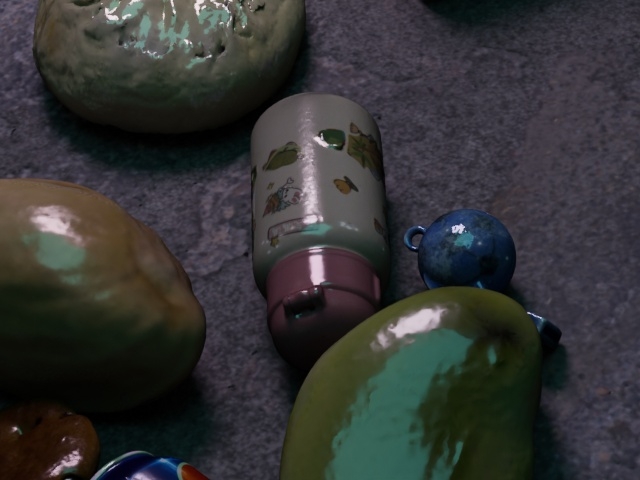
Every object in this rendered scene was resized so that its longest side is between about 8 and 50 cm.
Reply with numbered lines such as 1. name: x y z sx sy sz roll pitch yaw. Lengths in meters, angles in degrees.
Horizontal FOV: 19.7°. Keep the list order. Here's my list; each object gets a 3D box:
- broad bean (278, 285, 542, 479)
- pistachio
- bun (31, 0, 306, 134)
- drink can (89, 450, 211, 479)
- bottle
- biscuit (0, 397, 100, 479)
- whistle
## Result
1. broad bean: 0.071 0.146 1.380 0.189 0.121 0.263 24 56 9
2. pistachio: -0.225 0.040 1.509 0.293 0.181 0.162 15 14 18
3. bun: -0.150 -0.231 1.762 0.287 0.146 0.287 -5 44 5
4. drink can: -0.083 0.240 1.320 0.205 0.118 0.118 30 58 32
5. bottle: 0.000 0.000 1.537 0.120 0.120 0.253 -6 48 4
6. biscuit: -0.266 0.194 1.404 0.212 0.036 0.212 -21 28 11
7. whistle: 0.136 0.022 1.515 0.158 0.090 0.090 22 54 27
